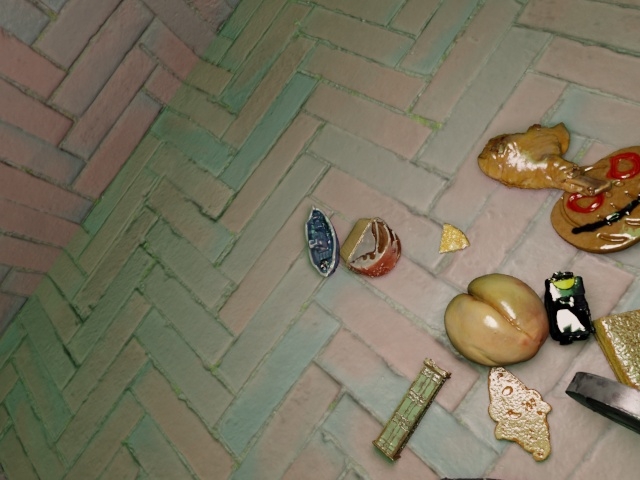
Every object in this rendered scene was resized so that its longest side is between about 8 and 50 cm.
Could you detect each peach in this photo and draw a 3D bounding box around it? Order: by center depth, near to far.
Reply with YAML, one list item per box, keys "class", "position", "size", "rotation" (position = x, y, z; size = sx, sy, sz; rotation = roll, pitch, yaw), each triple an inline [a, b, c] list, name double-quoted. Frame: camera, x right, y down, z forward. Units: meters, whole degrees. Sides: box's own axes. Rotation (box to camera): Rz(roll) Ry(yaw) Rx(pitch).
- class: "peach"
  position: [0.523, 0.241, 1.263]
  size: [0.293, 0.247, 0.292]
  rotation: [-15, 40, 13]

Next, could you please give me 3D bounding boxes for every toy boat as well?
- class: "toy boat"
  position: [0.000, 0.000, 1.665]
  size: [0.129, 0.142, 0.308]
  rotation: [-20, 66, 22]

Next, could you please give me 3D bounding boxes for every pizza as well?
- class: "pizza"
  position: [0.458, 0.004, 1.506]
  size: [0.108, 0.026, 0.123]
  rotation: [-46, 62, 9]

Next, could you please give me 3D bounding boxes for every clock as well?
- class: "clock"
  position: [0.779, 0.424, 1.033]
  size: [0.319, 0.319, 0.066]
  rotation: [24, 80, 31]

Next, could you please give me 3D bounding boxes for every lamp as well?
- class: "lamp"
  position: [0.295, 0.538, 1.362]
  size: [0.089, 0.090, 0.325]
  rotation: [31, 87, 32]

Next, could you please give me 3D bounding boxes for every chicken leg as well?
- class: "chicken leg"
  position: [0.738, -0.267, 1.367]
  size: [0.295, 0.182, 0.409]
  rotation: [-40, 44, -13]

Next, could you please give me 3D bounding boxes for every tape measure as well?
- class: "tape measure"
  position: [0.710, 0.199, 1.224]
  size: [0.112, 0.186, 0.198]
  rotation: [-4, 67, 20]

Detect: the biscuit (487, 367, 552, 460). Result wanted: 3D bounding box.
- class: "biscuit"
  position: [0.582, 0.503, 1.261]
  size: [0.183, 0.043, 0.280]
  rotation: [-29, 58, 11]

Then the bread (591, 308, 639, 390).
- class: "bread"
  position: [0.879, 0.305, 1.147]
  size: [0.184, 0.110, 0.234]
  rotation: [-19, 64, 12]

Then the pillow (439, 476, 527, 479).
- class: "pillow"
  position: [0.486, 0.756, 1.190]
  size: [0.335, 0.093, 0.161]
  rotation: [-10, 74, 22]

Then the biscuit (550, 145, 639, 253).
- class: "biscuit"
  position: [0.875, -0.137, 1.277]
  size: [0.367, 0.063, 0.314]
  rotation: [-47, 42, 12]

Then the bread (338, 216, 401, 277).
- class: "bread"
  position: [0.192, 0.030, 1.571]
  size: [0.212, 0.142, 0.224]
  rotation: [29, 87, 46]
